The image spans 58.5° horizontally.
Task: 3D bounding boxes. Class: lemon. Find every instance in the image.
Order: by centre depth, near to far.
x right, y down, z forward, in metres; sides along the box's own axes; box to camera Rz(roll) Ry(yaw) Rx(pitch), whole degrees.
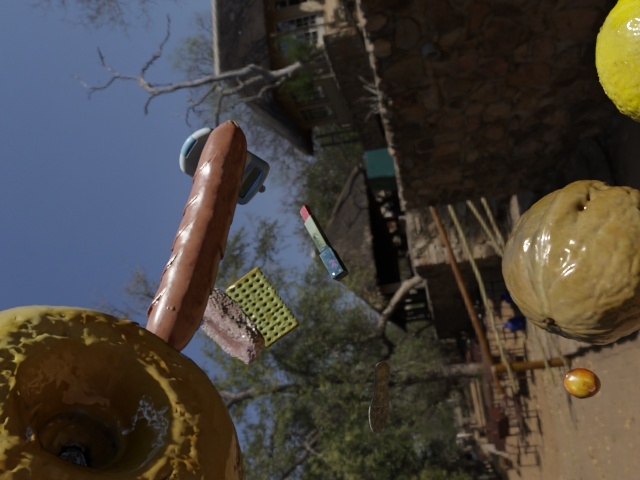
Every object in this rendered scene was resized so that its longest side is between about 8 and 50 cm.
[{"bbox_3d":[0.694,-0.374,1.139,0.268,0.268,0.321,11,-117,-79],"label":"lemon"}]

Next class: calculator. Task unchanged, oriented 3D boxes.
[{"bbox_3d":[-0.212,-0.165,1.287,0.210,0.121,0.039,31,-163,-22],"label":"calculator"}]

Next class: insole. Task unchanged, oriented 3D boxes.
[{"bbox_3d":[0.167,0.436,1.597,0.006,0.065,0.193,-14,69,61],"label":"insole"}]

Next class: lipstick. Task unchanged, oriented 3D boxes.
[{"bbox_3d":[0.000,0.000,1.982,0.051,0.051,0.312,23,-148,-57],"label":"lipstick"}]

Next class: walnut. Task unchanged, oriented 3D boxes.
[{"bbox_3d":[0.516,0.033,1.111,0.333,0.333,0.332,-9,-90,-80],"label":"walnut"}]

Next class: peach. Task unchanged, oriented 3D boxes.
[{"bbox_3d":[0.806,0.437,1.766,0.101,0.101,0.100,-9,-90,-80],"label":"peach"}]

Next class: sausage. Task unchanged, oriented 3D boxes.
[{"bbox_3d":[-0.194,-0.007,0.928,0.088,0.088,0.432,61,-142,-62],"label":"sausage"}]

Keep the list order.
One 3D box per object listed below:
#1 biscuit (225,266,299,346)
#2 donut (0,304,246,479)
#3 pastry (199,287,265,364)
[{"bbox_3d":[-0.187,0.214,1.823,0.231,0.139,0.016,54,-179,2],"label":"biscuit"},{"bbox_3d":[-0.270,0.250,0.630,0.198,0.449,0.449,-59,3,19],"label":"donut"},{"bbox_3d":[-0.242,0.201,1.427,0.112,0.265,0.102,-43,-19,-51],"label":"pastry"}]
